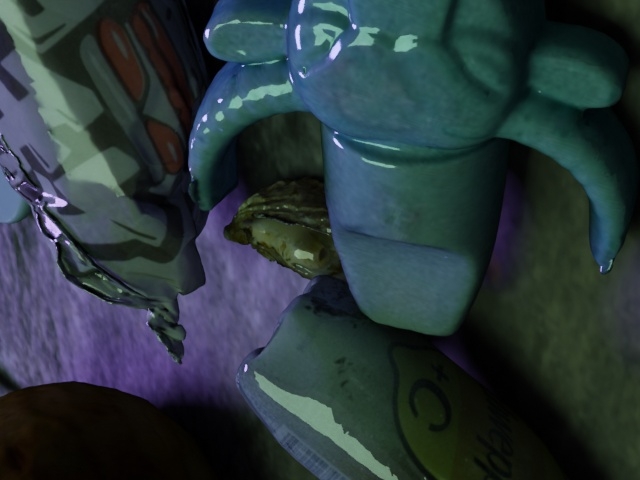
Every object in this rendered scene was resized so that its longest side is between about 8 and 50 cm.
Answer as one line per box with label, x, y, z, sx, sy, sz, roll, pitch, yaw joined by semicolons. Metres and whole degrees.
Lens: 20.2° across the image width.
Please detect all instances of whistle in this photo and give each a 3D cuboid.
whistle;0.038;-0.068;0.723;0.186;0.093;0.274;8;132;12

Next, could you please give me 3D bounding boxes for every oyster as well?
oyster;0.000;0.000;0.874;0.083;0.038;0.080;37;150;-9

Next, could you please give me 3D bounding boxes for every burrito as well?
burrito;-0.143;-0.141;0.854;0.139;0.101;0.445;-13;107;46

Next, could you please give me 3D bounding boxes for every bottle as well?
bottle;0.082;0.124;0.835;0.269;0.083;0.083;38;143;1

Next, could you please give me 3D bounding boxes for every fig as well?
fig;-0.172;0.148;1.090;0.321;0.217;0.217;-125;23;-53

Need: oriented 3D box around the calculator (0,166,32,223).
calculator;-0.192;-0.071;1.028;0.095;0.021;0.153;37;144;21
